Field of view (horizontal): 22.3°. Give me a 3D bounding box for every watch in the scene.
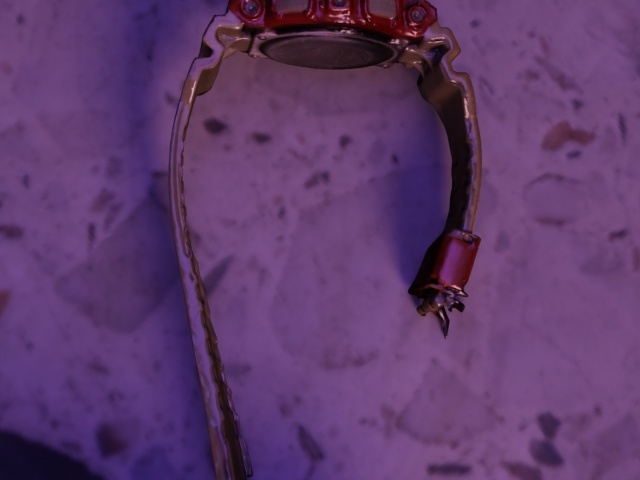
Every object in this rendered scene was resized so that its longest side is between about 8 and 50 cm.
[{"bbox_3d":[0.005,-0.008,0.847,0.165,0.102,0.268,-7,83,-8],"label":"watch"}]
